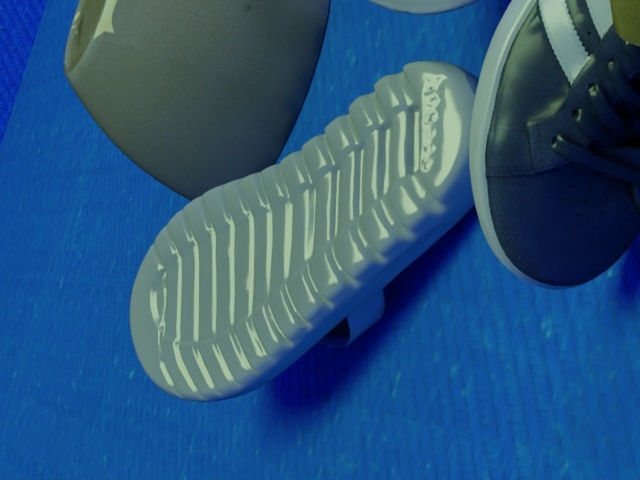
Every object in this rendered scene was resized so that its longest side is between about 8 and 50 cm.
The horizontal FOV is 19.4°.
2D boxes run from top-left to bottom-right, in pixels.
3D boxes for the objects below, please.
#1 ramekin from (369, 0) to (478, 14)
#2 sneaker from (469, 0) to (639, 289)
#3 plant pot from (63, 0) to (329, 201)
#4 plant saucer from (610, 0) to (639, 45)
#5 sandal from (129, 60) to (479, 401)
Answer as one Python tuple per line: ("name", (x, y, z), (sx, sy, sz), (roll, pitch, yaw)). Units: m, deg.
("ramekin", (0.079, -0.300, 1.268), (0.127, 0.273, 0.273), (-34, -6, -37))
("sneaker", (0.190, -0.120, 0.979), (0.350, 0.131, 0.148), (-69, 24, 15))
("plant pot", (-0.138, -0.188, 1.817), (0.284, 0.191, 0.284), (-53, 27, 43))
("plant saucer", (0.267, -0.262, 0.806), (0.333, 0.081, 0.333), (0, 71, 47))
("sandal", (0.002, 0.014, 1.418), (0.416, 0.102, 0.169), (-32, 57, 42))
